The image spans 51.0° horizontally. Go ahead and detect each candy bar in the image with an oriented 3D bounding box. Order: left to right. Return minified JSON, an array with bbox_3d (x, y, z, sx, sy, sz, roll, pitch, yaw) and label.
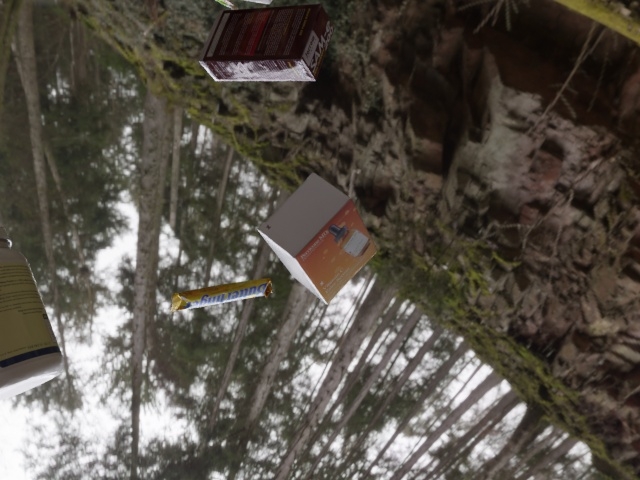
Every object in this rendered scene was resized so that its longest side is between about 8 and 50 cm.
[{"bbox_3d":[-0.150,0.083,1.031,0.161,0.040,0.018,-8,-136,-21],"label":"candy bar"}]

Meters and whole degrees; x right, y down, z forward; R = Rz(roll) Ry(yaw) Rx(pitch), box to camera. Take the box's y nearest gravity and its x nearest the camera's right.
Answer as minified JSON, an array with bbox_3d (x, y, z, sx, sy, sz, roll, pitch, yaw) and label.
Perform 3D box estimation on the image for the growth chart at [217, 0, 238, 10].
[{"bbox_3d":[-0.279,-0.593,1.536,0.172,0.021,0.237,27,-172,-3],"label":"growth chart"}]

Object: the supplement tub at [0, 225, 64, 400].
[{"bbox_3d":[-0.680,0.155,1.346,0.235,0.235,0.325,-19,-98,-28],"label":"supplement tub"}]

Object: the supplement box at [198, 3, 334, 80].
[{"bbox_3d":[-0.106,-0.382,1.308,0.239,0.073,0.130,8,-111,29],"label":"supplement box"}]

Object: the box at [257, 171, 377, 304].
[{"bbox_3d":[0.000,0.000,1.079,0.130,0.170,0.091,-46,-123,-9],"label":"box"}]

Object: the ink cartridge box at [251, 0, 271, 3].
[{"bbox_3d":[-0.132,-0.400,0.754,0.233,0.168,0.171,16,-119,21],"label":"ink cartridge box"}]
